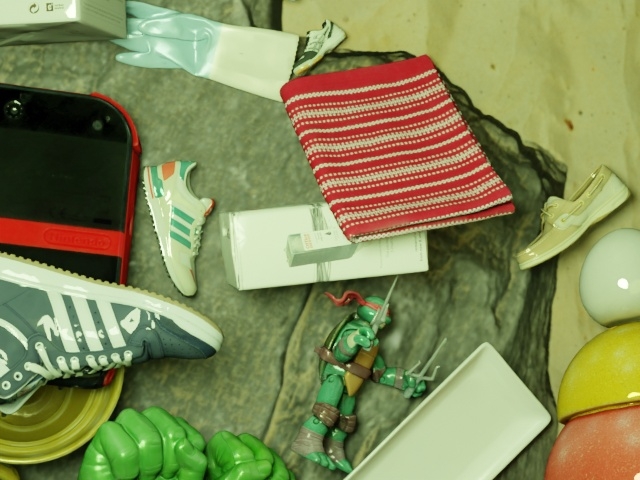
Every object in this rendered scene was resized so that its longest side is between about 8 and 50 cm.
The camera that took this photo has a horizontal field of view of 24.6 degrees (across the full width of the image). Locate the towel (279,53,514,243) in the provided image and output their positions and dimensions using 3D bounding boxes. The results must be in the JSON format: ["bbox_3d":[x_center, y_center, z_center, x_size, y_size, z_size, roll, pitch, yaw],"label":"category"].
[{"bbox_3d":[0.081,-0.109,1.653,0.199,0.275,0.031,-11,135,-13],"label":"towel"}]

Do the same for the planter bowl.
[{"bbox_3d":[-0.331,0.152,1.645,0.217,0.090,0.217,3,70,-9],"label":"planter bowl"}]

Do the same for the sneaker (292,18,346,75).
[{"bbox_3d":[-0.009,-0.228,1.733,0.037,0.032,0.083,46,66,0],"label":"sneaker"}]

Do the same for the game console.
[{"bbox_3d":[-0.402,-0.020,1.622,0.387,0.060,0.342,7,75,-8],"label":"game console"}]

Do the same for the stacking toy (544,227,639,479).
[{"bbox_3d":[0.389,0.218,1.705,0.351,0.350,0.479,0,72,-9],"label":"stacking toy"}]

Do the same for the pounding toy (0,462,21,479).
[{"bbox_3d":[-0.379,0.268,1.608,0.183,0.237,0.110,52,52,-41],"label":"pounding toy"}]

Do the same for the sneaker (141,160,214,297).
[{"bbox_3d":[-0.154,-0.017,1.700,0.075,0.057,0.161,-16,90,-3],"label":"sneaker"}]

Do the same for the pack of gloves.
[{"bbox_3d":[-0.133,-0.285,1.718,0.232,0.046,0.195,13,103,-9],"label":"pack of gloves"}]

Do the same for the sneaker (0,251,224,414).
[{"bbox_3d":[-0.252,0.119,1.531,0.282,0.099,0.153,16,69,1],"label":"sneaker"}]

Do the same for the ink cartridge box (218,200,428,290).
[{"bbox_3d":[0.000,0.000,1.672,0.218,0.158,0.092,-4,92,-8],"label":"ink cartridge box"}]

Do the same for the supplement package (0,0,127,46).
[{"bbox_3d":[-0.322,-0.368,1.594,0.175,0.177,0.293,-2,90,10],"label":"supplement package"}]

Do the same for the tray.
[{"bbox_3d":[0.138,0.256,1.748,0.270,0.030,0.145,-43,114,-6],"label":"tray"}]

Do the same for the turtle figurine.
[{"bbox_3d":[0.048,0.151,1.708,0.175,0.118,0.234,27,87,-49],"label":"turtle figurine"}]

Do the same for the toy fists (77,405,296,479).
[{"bbox_3d":[-0.143,0.274,1.645,0.279,0.096,0.142,22,88,-34],"label":"toy fists"}]

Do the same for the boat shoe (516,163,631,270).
[{"bbox_3d":[0.294,-0.029,1.770,0.170,0.063,0.059,-37,93,-16],"label":"boat shoe"}]
